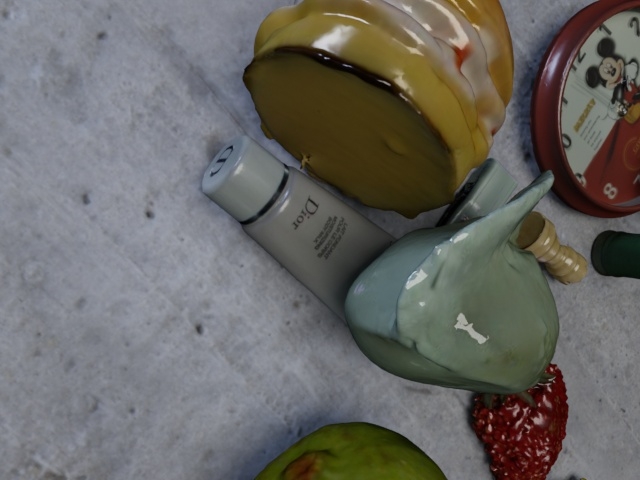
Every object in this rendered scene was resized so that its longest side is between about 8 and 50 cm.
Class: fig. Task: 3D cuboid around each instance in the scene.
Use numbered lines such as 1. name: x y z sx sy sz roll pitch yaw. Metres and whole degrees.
1. fig: 0.045 0.364 0.630 0.258 0.258 0.327 -30 120 -17

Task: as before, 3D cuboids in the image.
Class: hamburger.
1. hamburger: 0.076 -0.184 0.602 0.276 0.276 0.237 35 73 -19

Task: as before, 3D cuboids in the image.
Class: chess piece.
1. chess piece: 0.328 0.017 0.814 0.122 0.066 0.066 35 81 -25

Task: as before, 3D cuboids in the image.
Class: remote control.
1. remote control: 0.206 -0.033 0.778 0.065 0.029 0.166 41 80 -20

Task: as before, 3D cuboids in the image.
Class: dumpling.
1. dumpling: 0.166 0.073 0.629 0.269 0.320 0.212 -25 93 -12

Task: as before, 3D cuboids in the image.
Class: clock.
1. clock: 0.437 -0.190 0.829 0.318 0.080 0.319 -4 103 -19

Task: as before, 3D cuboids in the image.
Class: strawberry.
1. strawberry: 0.313 0.274 0.810 0.167 0.087 0.208 -33 106 -17

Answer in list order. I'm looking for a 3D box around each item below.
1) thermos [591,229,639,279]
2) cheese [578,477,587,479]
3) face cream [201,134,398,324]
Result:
1. thermos: 0.488 0.025 0.805 0.083 0.187 0.073 -31 105 -15
2. cheese: 0.347 0.474 0.848 0.156 0.064 0.250 46 75 -16
3. face cream: 0.000 0.000 0.682 0.314 0.089 0.143 39 79 -30
